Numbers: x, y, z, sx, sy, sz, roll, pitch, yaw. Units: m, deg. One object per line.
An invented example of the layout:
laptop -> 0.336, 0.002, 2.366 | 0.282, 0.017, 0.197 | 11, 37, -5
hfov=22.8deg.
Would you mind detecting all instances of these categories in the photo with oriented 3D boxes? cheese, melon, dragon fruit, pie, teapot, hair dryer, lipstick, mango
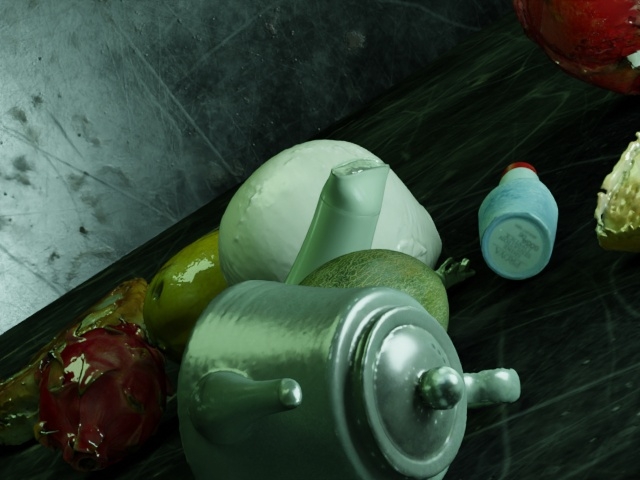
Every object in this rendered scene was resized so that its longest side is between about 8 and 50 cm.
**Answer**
cheese -> 0.000, 0.000, 1.410 | 0.198, 0.154, 0.189 | -35, -27, -4
melon -> 0.028, 0.069, 1.170 | 0.114, 0.114, 0.167 | -24, 9, 42
dragon fruit -> 0.346, -0.303, 1.704 | 0.295, 0.296, 0.302 | -30, 11, 3
pie -> -0.316, 0.162, 1.991 | 0.308, 0.085, 0.308 | -35, 9, 6
teapot -> 0.028, 0.093, 0.947 | 0.149, 0.162, 0.239 | -14, -13, 38
hair dryer -> 0.061, 0.020, 1.322 | 0.237, 0.075, 0.206 | -9, -54, -47
lipstick -> 0.176, -0.027, 1.407 | 0.068, 0.061, 0.274 | -31, 8, 13
dragon fruit -> -0.212, 0.156, 1.522 | 0.166, 0.136, 0.133 | -81, 12, -46
mango -> -0.084, 0.049, 1.665 | 0.167, 0.130, 0.262 | -37, -3, 20

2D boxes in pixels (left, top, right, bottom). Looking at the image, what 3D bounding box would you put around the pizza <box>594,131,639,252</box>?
pizza -> 0.312, -0.065, 1.122 | 0.204, 0.080, 0.188 | -3, 51, 54
